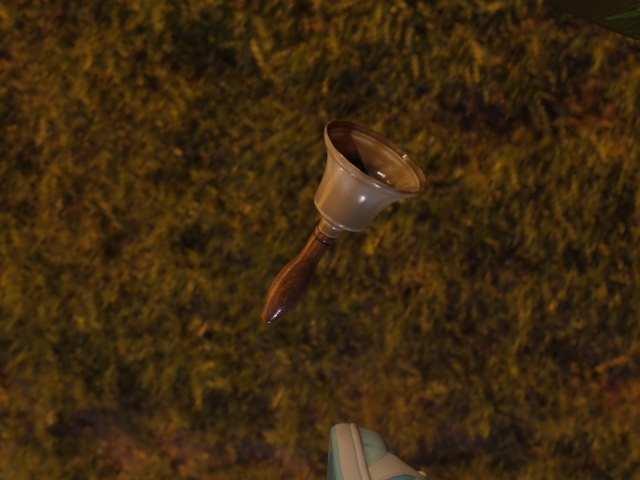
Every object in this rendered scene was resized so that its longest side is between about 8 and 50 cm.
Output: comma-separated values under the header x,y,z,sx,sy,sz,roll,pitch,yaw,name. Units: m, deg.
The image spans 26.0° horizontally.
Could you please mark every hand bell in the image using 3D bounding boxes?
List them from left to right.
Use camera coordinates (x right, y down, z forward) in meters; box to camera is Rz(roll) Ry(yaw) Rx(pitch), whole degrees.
x,y,z,sx,sy,sz,roll,pitch,yaw,name
0.000,0.000,1.525,0.126,0.126,0.242,32,115,-4,hand bell

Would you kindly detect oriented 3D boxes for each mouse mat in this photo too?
x,y,z,sx,sy,sz,roll,pitch,yaw,name
0.279,-0.180,1.011,0.190,0.007,0.153,-10,168,41,mouse mat

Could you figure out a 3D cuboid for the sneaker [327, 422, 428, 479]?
x,y,z,sx,sy,sz,roll,pitch,yaw,name
0.117,0.260,1.191,0.208,0.319,0.127,-3,116,-9,sneaker
